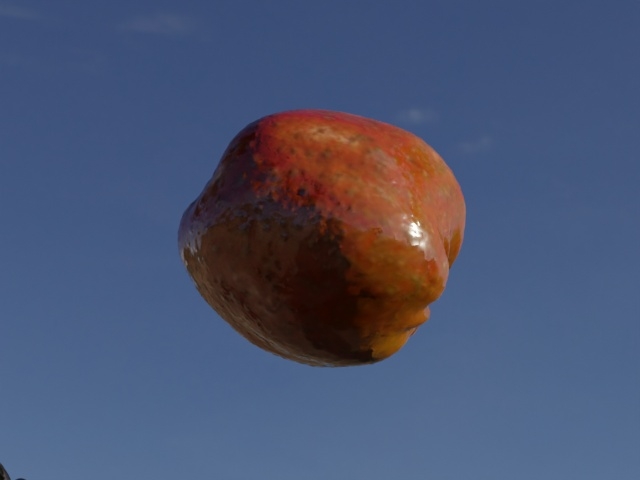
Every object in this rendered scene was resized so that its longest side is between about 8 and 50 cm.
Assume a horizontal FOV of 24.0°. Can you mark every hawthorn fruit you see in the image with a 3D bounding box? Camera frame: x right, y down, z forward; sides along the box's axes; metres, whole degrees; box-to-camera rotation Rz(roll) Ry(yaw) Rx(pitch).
[{"bbox_3d":[0.000,0.000,0.989,0.189,0.189,0.189,2,-20,1],"label":"hawthorn fruit"}]

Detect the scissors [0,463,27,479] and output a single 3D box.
[{"bbox_3d":[-0.208,0.249,1.109,0.088,0.017,0.220,24,-43,37],"label":"scissors"}]
